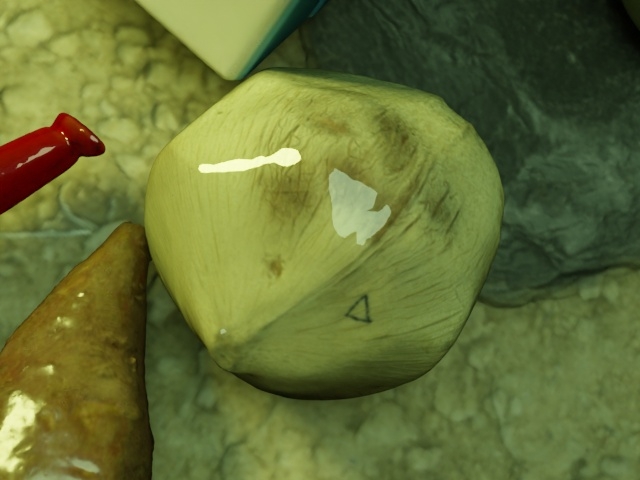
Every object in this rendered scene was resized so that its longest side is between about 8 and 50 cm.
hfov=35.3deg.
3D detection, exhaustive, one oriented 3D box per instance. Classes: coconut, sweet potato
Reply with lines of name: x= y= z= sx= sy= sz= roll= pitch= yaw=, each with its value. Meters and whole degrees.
coconut: x=0.000 y=0.000 z=0.609 sx=0.224 sy=0.224 sz=0.224 roll=4 pitch=75 yaw=-14
sweet potato: x=-0.151 y=0.142 z=0.576 sx=0.131 sy=0.131 sz=0.336 roll=22 pitch=73 yaw=-8

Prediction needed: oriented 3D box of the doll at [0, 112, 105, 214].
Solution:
doll: x=-0.303 y=0.018 z=0.553 sx=0.384 sy=0.188 sz=0.099 roll=-44 pitch=49 yaw=-11

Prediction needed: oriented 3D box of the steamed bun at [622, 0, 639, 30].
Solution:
steamed bun: x=0.354 y=-0.296 z=0.754 sx=0.274 sy=0.290 sz=0.272 roll=-3 pitch=63 yaw=-8

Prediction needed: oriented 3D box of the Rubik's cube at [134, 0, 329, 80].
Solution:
Rubik's cube: x=-0.029 y=-0.332 z=0.601 sx=0.291 sy=0.291 sz=0.290 roll=40 pitch=48 yaw=-2
